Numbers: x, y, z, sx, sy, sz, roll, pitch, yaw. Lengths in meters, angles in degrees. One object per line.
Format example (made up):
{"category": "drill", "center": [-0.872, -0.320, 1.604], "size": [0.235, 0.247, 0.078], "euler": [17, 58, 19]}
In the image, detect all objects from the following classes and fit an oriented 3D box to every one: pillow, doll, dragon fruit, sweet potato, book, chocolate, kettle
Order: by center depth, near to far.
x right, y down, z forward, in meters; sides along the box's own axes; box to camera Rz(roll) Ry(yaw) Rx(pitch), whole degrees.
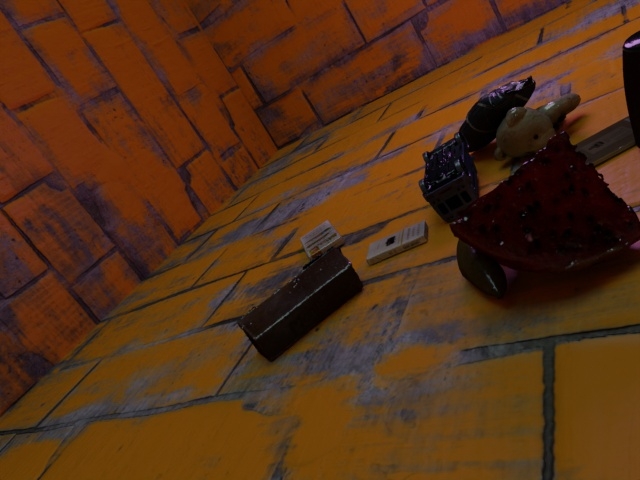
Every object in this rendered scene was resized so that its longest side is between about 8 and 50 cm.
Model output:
{"category": "dragon fruit", "center": [0.408, -0.079, 0.955], "size": [0.330, 0.302, 0.240], "euler": [-47, -24, -67]}
{"category": "kettle", "center": [0.670, -0.295, 1.028], "size": [0.144, 0.232, 0.202], "euler": [-19, 29, 29]}
{"category": "sweet potato", "center": [0.332, 0.017, 1.070], "size": [0.108, 0.079, 0.346], "euler": [8, 34, 21]}
{"category": "book", "center": [0.675, -0.233, 1.220], "size": [0.198, 0.016, 0.138], "euler": [-29, 19, 10]}
{"category": "chocolate", "center": [-0.038, 0.151, 1.286], "size": [0.321, 0.112, 0.112], "euler": [-37, 27, -13]}
{"category": "doll", "center": [0.597, -0.309, 1.421], "size": [0.278, 0.175, 0.149], "euler": [-33, 54, -26]}
{"category": "pillow", "center": [0.492, -0.350, 1.523], "size": [0.161, 0.093, 0.335], "euler": [-23, -15, -17]}

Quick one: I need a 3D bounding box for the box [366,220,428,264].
{"category": "box", "center": [0.200, 0.006, 1.383], "size": [0.166, 0.024, 0.090], "euler": [-25, 20, 24]}

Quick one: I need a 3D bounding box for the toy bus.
{"category": "toy bus", "center": [0.354, -0.175, 1.421], "size": [0.125, 0.133, 0.292], "euler": [-29, 20, 27]}

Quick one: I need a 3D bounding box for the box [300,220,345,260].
{"category": "box", "center": [0.000, 0.001, 1.708], "size": [0.122, 0.032, 0.220], "euler": [-33, 19, 0]}
